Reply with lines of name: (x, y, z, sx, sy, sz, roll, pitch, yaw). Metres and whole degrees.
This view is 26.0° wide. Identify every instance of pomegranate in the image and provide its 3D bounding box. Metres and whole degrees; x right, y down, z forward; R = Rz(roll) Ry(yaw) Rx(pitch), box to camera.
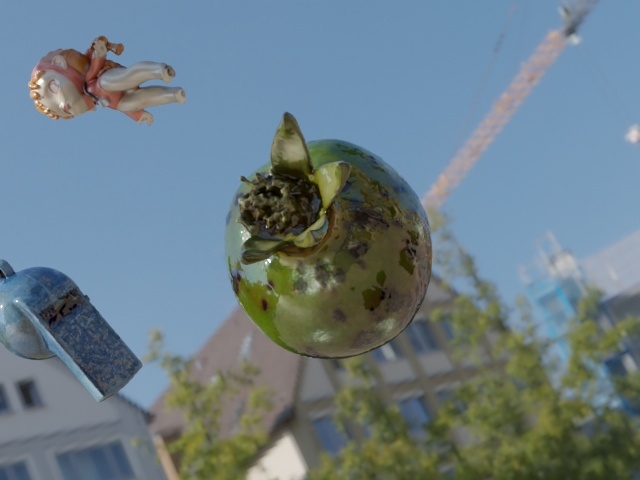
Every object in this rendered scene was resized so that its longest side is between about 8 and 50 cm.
pomegranate: (0.008, -0.005, 0.942, 0.156, 0.156, 0.220, -21, -18, -13)

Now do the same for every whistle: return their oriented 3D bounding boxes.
whistle: (-0.234, 0.078, 1.215, 0.090, 0.158, 0.090, -40, 0, 0)

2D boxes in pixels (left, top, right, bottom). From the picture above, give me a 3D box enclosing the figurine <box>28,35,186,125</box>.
figurine: (-0.119, -0.090, 0.790, 0.047, 0.109, 0.064, -57, -46, -32)
